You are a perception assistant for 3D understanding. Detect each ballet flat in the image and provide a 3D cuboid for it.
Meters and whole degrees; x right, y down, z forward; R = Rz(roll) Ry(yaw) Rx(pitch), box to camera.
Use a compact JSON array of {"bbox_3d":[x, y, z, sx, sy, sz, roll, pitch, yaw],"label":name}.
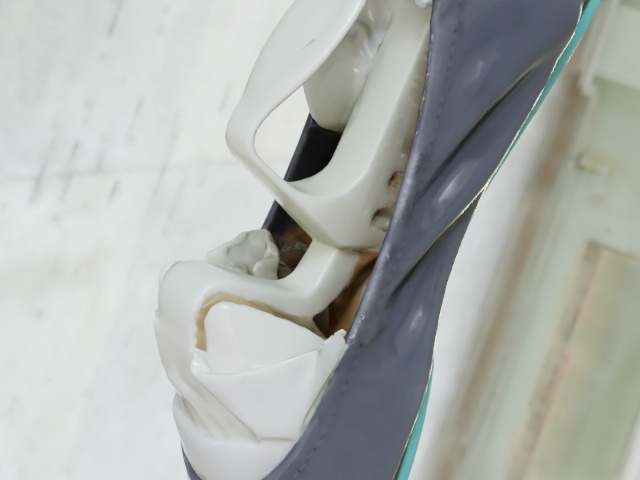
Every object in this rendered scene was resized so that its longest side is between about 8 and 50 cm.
[{"bbox_3d":[0.000,0.000,0.431,0.203,0.074,0.074,-67,164,4],"label":"ballet flat"}]
